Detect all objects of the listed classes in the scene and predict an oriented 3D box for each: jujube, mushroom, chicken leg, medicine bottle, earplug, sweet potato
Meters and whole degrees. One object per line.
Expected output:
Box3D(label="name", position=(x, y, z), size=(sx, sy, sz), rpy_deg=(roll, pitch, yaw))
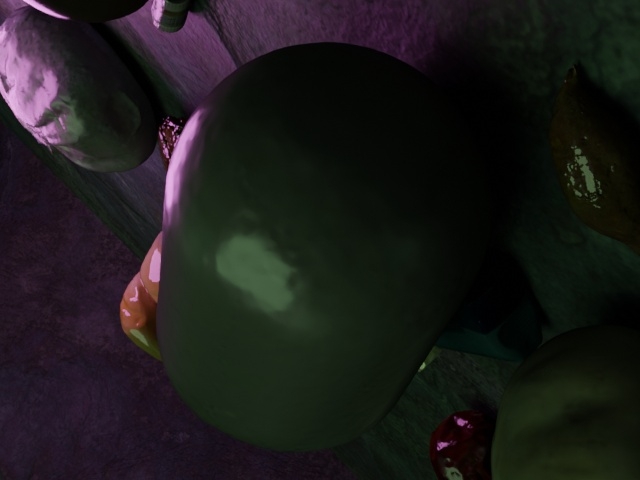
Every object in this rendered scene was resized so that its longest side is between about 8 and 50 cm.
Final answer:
Box3D(label="jujube", position=(0.265, 0.382, 1.228), size=(0.230, 0.155, 0.155), rpy_deg=(59, 159, -19))
Box3D(label="mushroom", position=(0.327, 0.230, 0.684), size=(0.336, 0.314, 0.314), rpy_deg=(-1, 137, 25))
Box3D(label="chicken leg", position=(-0.220, -0.118, 1.297), size=(0.322, 0.083, 0.177), rpy_deg=(180, 81, -73))
Box3D(label="medicine bottle", position=(0.168, 0.087, 0.943), size=(0.124, 0.079, 0.258), rpy_deg=(47, 162, -13))
Box3D(label="earplug", position=(0.000, 0.000, 0.764), size=(0.313, 0.313, 0.394), rpy_deg=(42, 148, 14))
Box3D(label="medicine bottle", position=(-0.188, -0.301, 0.976), size=(0.047, 0.047, 0.083), rpy_deg=(48, 161, -4))
Box3D(label="sweet potato", position=(0.231, -0.028, 0.599), size=(0.226, 0.068, 0.068), rpy_deg=(53, 161, -19))

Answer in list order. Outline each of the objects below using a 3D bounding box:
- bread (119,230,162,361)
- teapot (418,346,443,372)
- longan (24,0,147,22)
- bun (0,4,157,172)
Box3D(label="bread", position=(-0.249, 0.138, 1.622), size=(0.328, 0.245, 0.424), rpy_deg=(62, -170, 20))
Box3D(label="teapot", position=(0.098, 0.097, 1.132), size=(0.200, 0.077, 0.107), rpy_deg=(44, -179, 8))
Box3D(label="longan", position=(-0.283, -0.347, 0.866), size=(0.197, 0.196, 0.220), rpy_deg=(35, 165, 32))
Box3D(label="bun", position=(-0.456, -0.261, 1.409), size=(0.354, 0.194, 0.354), rpy_deg=(41, 163, 16))
